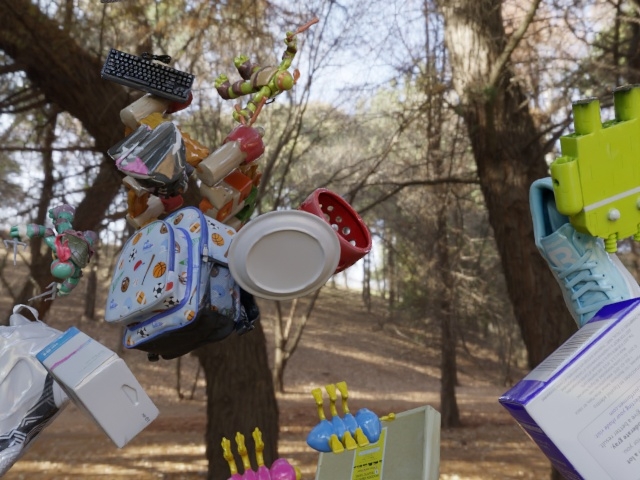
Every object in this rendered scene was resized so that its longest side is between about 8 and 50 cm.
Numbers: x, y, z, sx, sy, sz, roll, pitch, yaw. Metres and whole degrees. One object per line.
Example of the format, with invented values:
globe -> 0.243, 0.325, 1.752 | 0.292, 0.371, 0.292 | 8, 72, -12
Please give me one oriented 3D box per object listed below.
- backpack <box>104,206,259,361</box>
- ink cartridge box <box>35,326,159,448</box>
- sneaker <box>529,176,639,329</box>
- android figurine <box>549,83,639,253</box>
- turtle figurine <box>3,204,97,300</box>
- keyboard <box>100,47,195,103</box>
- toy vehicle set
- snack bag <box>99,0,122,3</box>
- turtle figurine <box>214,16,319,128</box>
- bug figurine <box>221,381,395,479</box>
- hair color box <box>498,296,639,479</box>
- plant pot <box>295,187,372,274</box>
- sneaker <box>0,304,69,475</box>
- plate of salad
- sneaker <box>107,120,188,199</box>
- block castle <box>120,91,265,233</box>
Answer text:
backpack -> -0.274, 0.071, 1.044 | 0.277, 0.263, 0.213 | -21, -42, 28
ink cartridge box -> -0.233, 0.149, 0.561 | 0.122, 0.088, 0.052 | 7, 40, 46
sneaker -> 0.475, 0.042, 1.019 | 0.150, 0.365, 0.135 | 9, -34, -32
android figurine -> 0.498, -0.114, 0.912 | 0.248, 0.272, 0.056 | -18, 16, -13
turtle figurine -> -0.497, 0.026, 1.037 | 0.118, 0.175, 0.234 | -12, 29, -4
keyboard -> -0.361, -0.363, 1.153 | 0.180, 0.108, 0.023 | 16, -27, -14
toy vehicle set -> 0.093, 0.404, 0.964 | 0.035, 0.166, 0.267 | 41, -49, -23
snack bag -> -0.251, -0.592, 1.048 | 0.343, 0.037, 0.323 | -25, -5, -32
turtle figurine -> -0.112, -0.341, 1.120 | 0.217, 0.269, 0.087 | 22, -10, 46
bug figurine -> 0.005, 0.281, 0.539 | 0.216, 0.279, 0.072 | -8, -52, -11
hair color box -> 0.382, 0.249, 0.573 | 0.185, 0.339, 0.110 | -38, -13, -6
plant pot -> 0.000, 0.000, 1.278 | 0.174, 0.191, 0.191 | -41, -35, 27
sneaker -> -0.614, 0.302, 1.023 | 0.210, 0.365, 0.137 | 40, -21, -4
plate of salad -> -0.064, 0.025, 0.962 | 0.200, 0.048, 0.199 | -6, -54, -8
sneaker -> -0.169, -0.079, 0.581 | 0.077, 0.072, 0.178 | 52, -9, -28
block castle -> -0.308, -0.148, 1.331 | 0.303, 0.213, 0.453 | 36, -38, 10
